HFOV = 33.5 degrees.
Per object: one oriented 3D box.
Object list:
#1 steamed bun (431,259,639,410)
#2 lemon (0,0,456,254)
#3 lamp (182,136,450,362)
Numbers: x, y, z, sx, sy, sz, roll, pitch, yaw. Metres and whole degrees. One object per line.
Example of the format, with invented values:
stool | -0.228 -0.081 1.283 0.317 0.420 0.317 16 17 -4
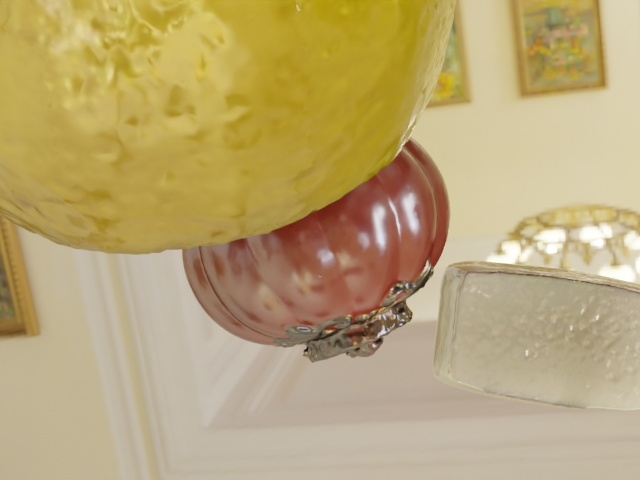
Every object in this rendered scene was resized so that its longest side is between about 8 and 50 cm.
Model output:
steamed bun | 0.242 0.102 1.133 0.241 0.146 0.164 7 179 3
lemon | -0.096 -0.196 0.587 0.364 0.364 0.364 -8 -166 2
lamp | 0.000 0.000 0.870 0.227 0.227 0.227 -8 -166 2
